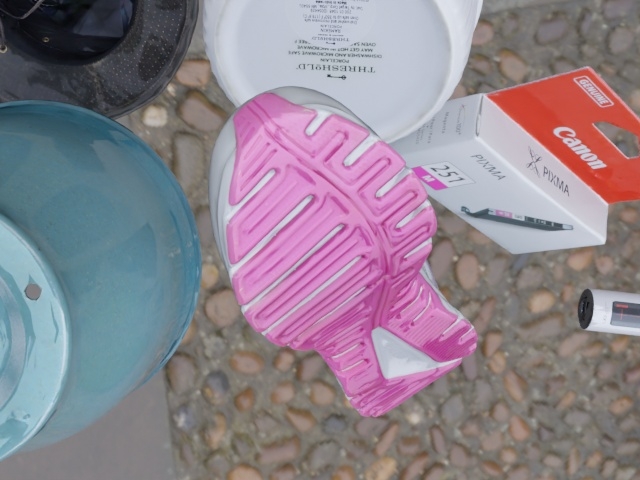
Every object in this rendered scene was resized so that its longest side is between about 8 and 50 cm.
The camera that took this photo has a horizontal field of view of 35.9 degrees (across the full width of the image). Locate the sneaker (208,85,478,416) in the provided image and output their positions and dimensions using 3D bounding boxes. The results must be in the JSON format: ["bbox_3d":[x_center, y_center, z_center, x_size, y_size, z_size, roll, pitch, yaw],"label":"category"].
[{"bbox_3d":[0.000,0.000,0.520,0.103,0.111,0.252,-32,146,-3],"label":"sneaker"}]

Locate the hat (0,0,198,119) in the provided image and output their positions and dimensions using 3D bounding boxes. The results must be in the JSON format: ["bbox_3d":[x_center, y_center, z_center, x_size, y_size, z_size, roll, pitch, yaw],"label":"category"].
[{"bbox_3d":[-0.297,-0.295,1.151,0.331,0.134,0.331,0,103,2],"label":"hat"}]

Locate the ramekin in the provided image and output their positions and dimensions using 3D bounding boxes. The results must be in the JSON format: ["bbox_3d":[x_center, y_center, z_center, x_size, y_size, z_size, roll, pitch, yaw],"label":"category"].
[{"bbox_3d":[0.012,-0.159,0.701,0.207,0.109,0.207,4,133,4],"label":"ramekin"}]

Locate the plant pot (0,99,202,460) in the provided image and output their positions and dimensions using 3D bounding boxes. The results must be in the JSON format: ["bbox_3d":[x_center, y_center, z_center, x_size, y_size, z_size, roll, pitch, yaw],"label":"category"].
[{"bbox_3d":[-0.237,0.040,0.716,0.271,0.255,0.272,0,100,1],"label":"plant pot"}]

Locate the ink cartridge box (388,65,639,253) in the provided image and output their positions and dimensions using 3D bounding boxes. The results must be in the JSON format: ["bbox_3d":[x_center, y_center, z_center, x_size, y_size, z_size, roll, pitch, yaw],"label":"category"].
[{"bbox_3d":[0.241,-0.071,1.061,0.275,0.238,0.060,31,63,-40],"label":"ink cartridge box"}]

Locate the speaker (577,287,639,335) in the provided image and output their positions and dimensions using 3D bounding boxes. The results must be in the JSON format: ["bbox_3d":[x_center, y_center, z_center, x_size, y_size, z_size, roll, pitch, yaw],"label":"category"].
[{"bbox_3d":[0.402,0.095,1.267,0.136,0.055,0.055,7,110,-7],"label":"speaker"}]
